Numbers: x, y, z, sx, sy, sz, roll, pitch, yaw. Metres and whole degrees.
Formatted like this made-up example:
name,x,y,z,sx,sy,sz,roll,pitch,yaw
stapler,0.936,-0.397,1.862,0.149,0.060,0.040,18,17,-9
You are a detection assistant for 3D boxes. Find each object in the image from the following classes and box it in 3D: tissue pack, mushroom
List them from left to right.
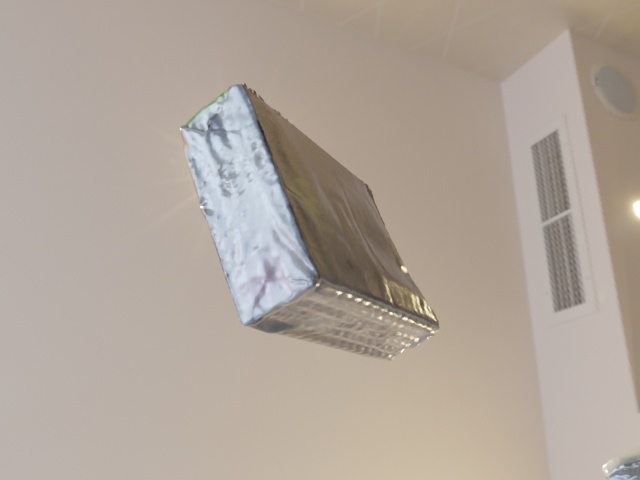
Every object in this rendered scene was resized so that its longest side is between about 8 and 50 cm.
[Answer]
name,x,y,z,sx,sy,sz,roll,pitch,yaw
tissue pack,0.000,0.000,0.855,0.394,0.124,0.288,30,-147,-58
mushroom,0.603,0.373,1.125,0.081,0.223,0.092,16,-158,-49
